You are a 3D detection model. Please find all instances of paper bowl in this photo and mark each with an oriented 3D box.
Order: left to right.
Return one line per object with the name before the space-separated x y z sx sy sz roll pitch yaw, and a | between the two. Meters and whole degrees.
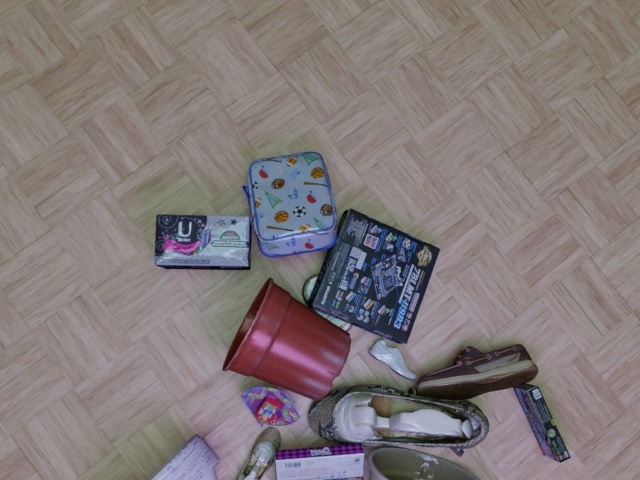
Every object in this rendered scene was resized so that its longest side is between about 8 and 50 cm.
paper bowl | -0.368 0.636 1.637 0.284 0.284 0.148 -42 87 -8

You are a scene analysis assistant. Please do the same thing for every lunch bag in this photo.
lunch bag | -0.085 -0.105 1.803 0.243 0.115 0.303 -11 57 0

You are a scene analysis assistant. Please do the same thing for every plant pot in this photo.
plant pot | -0.078 0.276 1.731 0.265 0.272 0.272 28 81 -8
plant pot | 0.240 0.742 1.669 0.334 0.334 0.305 16 93 -2

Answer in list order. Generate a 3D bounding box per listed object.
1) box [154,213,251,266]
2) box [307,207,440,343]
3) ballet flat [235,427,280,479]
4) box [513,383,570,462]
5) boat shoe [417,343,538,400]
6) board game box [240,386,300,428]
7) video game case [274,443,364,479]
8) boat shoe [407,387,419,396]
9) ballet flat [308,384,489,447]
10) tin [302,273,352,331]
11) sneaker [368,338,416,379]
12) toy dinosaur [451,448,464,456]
box | -0.314 0.005 1.787 0.247 0.163 0.142 0 84 -4
box | 0.151 0.101 1.826 0.293 0.073 0.295 23 80 -12
ballet flat | -0.167 0.605 1.764 0.073 0.067 0.206 27 81 -1
box | 0.609 0.499 1.808 0.036 0.114 0.207 -23 84 -6
boat shoe | 0.425 0.357 1.827 0.342 0.123 0.123 -12 52 -4
board game box | -0.135 0.456 1.744 0.133 0.033 0.168 -10 127 20
video game case | -0.002 0.630 1.728 0.232 0.042 0.210 -4 120 -4
boat shoe | 0.276 0.484 1.822 0.049 0.056 0.152 -4 83 -18
ballet flat | 0.197 0.462 1.708 0.483 0.182 0.164 2 77 8
tin | 0.022 0.182 1.852 0.106 0.040 0.189 -32 86 -3
sneaker | 0.211 0.334 1.834 0.152 0.053 0.061 36 79 2
toy dinosaur | 0.366 0.566 1.831 0.090 0.047 0.082 -16 93 27
